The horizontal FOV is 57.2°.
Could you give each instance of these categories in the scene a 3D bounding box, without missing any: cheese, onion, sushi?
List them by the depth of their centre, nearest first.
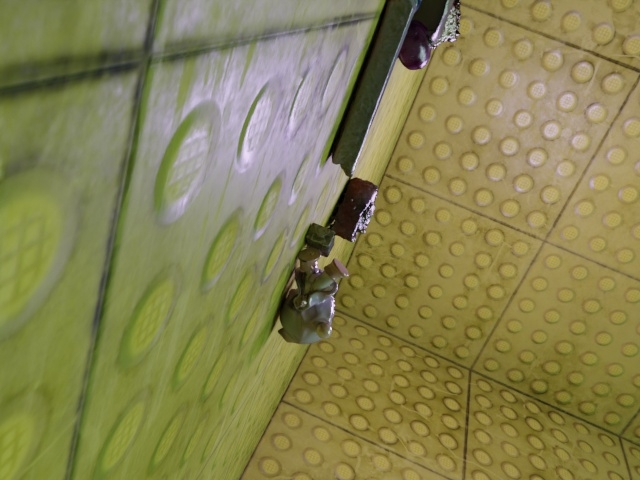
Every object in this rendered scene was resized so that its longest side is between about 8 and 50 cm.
[{"bbox_3d":[0.217,-0.463,1.398,0.104,0.115,0.115,-11,-142,39],"label":"onion"},{"bbox_3d":[0.284,-0.589,1.485,0.202,0.091,0.175,-62,172,-51],"label":"cheese"},{"bbox_3d":[0.102,-0.097,1.714,0.241,0.108,0.161,-45,154,-73],"label":"sushi"}]

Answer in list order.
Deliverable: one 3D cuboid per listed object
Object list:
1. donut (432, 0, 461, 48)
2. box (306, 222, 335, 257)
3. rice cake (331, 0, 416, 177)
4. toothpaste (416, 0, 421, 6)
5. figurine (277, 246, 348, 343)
[{"bbox_3d":[0.332,-0.634,1.682,0.187,0.144,0.126,-20,135,-38],"label":"donut"},{"bbox_3d":[0.000,0.000,1.362,0.098,0.062,0.045,97,19,-74],"label":"box"},{"bbox_3d":[0.097,-0.292,1.126,0.072,0.056,0.365,-67,178,-70],"label":"rice cake"},{"bbox_3d":[0.201,-0.518,1.291,0.057,0.035,0.197,-52,-179,22],"label":"toothpaste"},{"bbox_3d":[-0.022,0.142,1.404,0.200,0.133,0.276,-105,-157,-49],"label":"figurine"}]
